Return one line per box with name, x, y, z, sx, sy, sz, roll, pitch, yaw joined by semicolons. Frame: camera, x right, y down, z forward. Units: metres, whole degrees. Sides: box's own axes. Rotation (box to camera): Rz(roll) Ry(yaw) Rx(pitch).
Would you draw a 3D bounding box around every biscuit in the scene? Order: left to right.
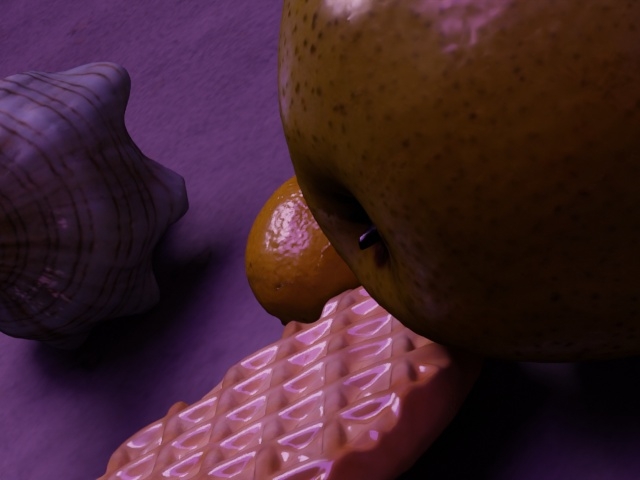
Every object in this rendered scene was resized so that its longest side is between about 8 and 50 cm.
biscuit;-0.035;0.109;0.831;0.309;0.040;0.204;-37;16;-18

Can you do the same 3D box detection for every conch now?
conch;-0.173;-0.020;1.098;0.386;0.170;0.203;-130;49;-81

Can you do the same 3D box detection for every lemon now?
lemon;0.000;0.000;0.991;0.082;0.082;0.110;-3;54;47

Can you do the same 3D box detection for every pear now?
pear;0.118;-0.082;0.777;0.294;0.294;0.294;-29;32;20
